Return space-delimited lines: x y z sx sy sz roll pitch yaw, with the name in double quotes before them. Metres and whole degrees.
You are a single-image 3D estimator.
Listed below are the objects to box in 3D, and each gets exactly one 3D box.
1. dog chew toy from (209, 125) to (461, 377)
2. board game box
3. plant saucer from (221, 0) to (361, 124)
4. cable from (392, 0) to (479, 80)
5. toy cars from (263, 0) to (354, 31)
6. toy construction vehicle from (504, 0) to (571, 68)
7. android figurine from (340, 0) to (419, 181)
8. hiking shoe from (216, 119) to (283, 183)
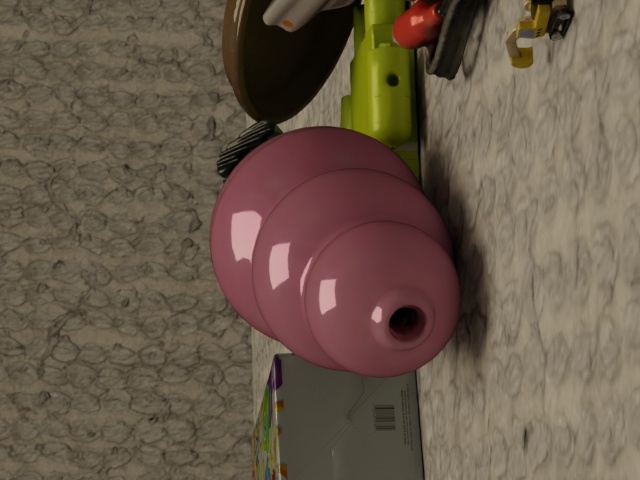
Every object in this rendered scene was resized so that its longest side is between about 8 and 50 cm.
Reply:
"dog chew toy" 0.024 0.021 1.585 0.332 0.206 0.207 -135 45 -66
"board game box" 0.010 0.226 1.874 0.275 0.142 0.144 106 162 -66
"plant saucer" -0.028 -0.259 1.946 0.278 0.041 0.278 -51 -27 -39
"cable" 0.095 -0.200 1.436 0.287 0.072 0.139 -161 69 -84
"toy cars" 0.035 -0.290 1.707 0.176 0.087 0.394 -52 11 18
"toy construction vehicle" 0.141 -0.173 1.220 0.098 0.035 0.086 104 163 -65
"android figurine" 0.058 -0.114 1.826 0.248 0.056 0.273 138 132 -81
"hiking shoe" 0.000 0.000 1.873 0.132 0.113 0.304 34 -156 -43
